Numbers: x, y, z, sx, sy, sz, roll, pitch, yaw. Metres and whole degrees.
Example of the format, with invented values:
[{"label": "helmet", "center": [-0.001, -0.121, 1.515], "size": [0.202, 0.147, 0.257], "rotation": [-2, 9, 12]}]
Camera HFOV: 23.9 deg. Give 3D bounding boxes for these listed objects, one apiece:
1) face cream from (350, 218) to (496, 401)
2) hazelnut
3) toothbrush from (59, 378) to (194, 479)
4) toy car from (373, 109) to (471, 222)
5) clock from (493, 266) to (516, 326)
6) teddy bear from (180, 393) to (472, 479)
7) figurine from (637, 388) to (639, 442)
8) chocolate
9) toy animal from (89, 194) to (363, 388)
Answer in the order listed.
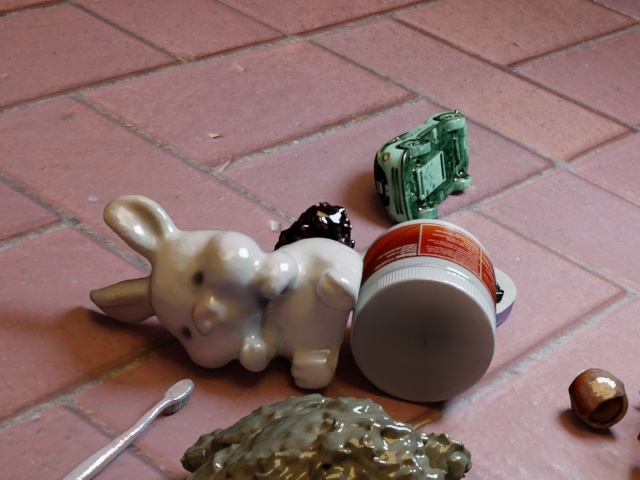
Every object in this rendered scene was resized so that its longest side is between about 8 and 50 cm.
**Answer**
[{"label": "face cream", "center": [0.146, 0.094, 2.108], "size": [0.201, 0.201, 0.187], "rotation": [13, 28, 0]}, {"label": "hazelnut", "center": [0.388, 0.221, 2.111], "size": [0.086, 0.086, 0.086], "rotation": [10, 28, -5]}, {"label": "toothbrush", "center": [-0.243, 0.249, 1.849], "size": [0.025, 0.030, 0.307], "rotation": [23, 32, 20]}, {"label": "toy car", "center": [0.171, -0.131, 2.621], "size": [0.125, 0.136, 0.306], "rotation": [1, 21, 24]}, {"label": "clock", "center": [0.218, 0.074, 2.327], "size": [0.198, 0.064, 0.172], "rotation": [0, 29, -22]}, {"label": "teddy bear", "center": [-0.006, 0.283, 1.723], "size": [0.357, 0.225, 0.367], "rotation": [-9, 7, -5]}, {"label": "figurine", "center": [0.642, 0.131, 2.074], "size": [0.400, 0.387, 0.268], "rotation": [9, 42, -15]}, {"label": "chocolate", "center": [0.000, 0.000, 2.299], "size": [0.156, 0.133, 0.156], "rotation": [12, 28, -7]}, {"label": "toy animal", "center": [-0.126, 0.060, 2.075], "size": [0.367, 0.196, 0.241], "rotation": [9, 21, -11]}]
